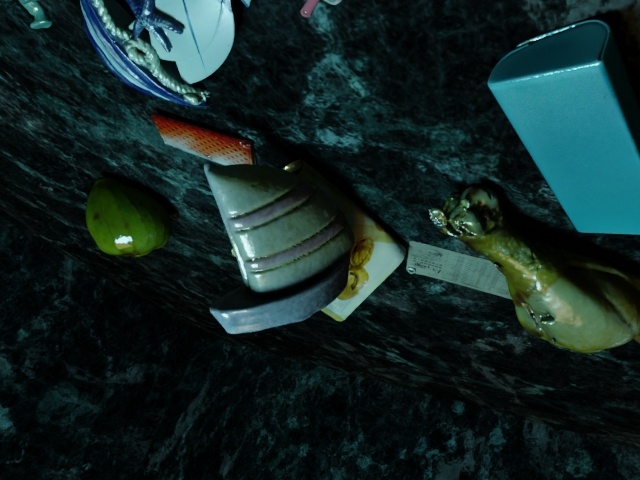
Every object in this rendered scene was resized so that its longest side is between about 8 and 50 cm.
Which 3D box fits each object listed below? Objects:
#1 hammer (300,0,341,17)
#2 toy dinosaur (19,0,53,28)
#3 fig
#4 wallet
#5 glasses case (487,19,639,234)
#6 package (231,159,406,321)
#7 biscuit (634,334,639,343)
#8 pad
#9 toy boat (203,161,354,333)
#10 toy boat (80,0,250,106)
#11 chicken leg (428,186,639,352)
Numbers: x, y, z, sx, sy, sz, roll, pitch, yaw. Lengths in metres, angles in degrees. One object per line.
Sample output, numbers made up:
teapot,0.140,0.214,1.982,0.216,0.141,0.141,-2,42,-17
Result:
hammer,-0.005,-0.272,0.536,0.052,0.031,0.083,32,166,-15
toy dinosaur,-0.383,-0.408,0.508,0.383,0.129,0.331,-12,113,21
fig,-0.503,-0.065,1.254,0.203,0.203,0.225,-12,100,52
wallet,-0.217,-0.183,0.917,0.196,0.020,0.103,19,157,5
glasses case,0.317,-0.110,0.563,0.117,0.070,0.301,4,154,48
package,-0.012,-0.013,0.995,0.311,0.221,0.165,35,-167,-32
biscuit,0.720,0.154,0.792,0.314,0.063,0.367,23,156,-1
pad,0.313,0.070,1.027,0.265,0.009,0.159,15,155,15
toy boat,-0.056,0.015,0.840,0.276,0.293,0.111,-4,-160,-25
toy boat,-0.209,-0.292,0.624,0.210,0.070,0.291,29,149,-16
chicken leg,0.358,0.045,0.795,0.429,0.152,0.201,35,142,-13
